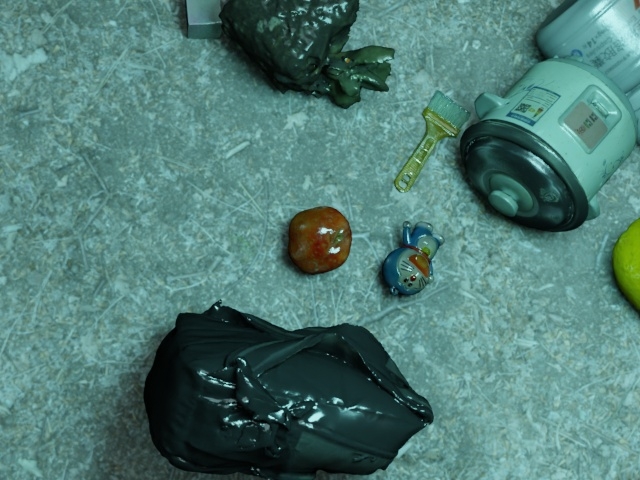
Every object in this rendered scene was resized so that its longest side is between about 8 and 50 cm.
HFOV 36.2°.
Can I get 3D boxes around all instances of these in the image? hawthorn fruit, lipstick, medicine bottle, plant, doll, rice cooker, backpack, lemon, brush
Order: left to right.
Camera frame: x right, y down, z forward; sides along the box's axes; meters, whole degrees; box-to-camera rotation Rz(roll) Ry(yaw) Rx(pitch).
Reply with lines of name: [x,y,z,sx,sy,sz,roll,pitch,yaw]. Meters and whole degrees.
lipstick: [-0.231,-0.541,1.851,0.068,0.066,0.318,-4,77,-11]
backpack: [-0.046,0.246,1.564,0.445,0.363,0.255,14,98,-18]
plant: [-0.011,-0.357,1.762,0.213,0.215,0.312,-43,93,-6]
hawthorn fruit: [0.000,0.000,1.732,0.128,0.128,0.128,2,76,-8]
doll: [0.165,0.039,1.765,0.114,0.085,0.152,45,62,-16]
brush: [0.202,-0.182,1.861,0.082,0.010,0.218,34,74,0]
rice cooker: [0.404,-0.164,1.759,0.316,0.264,0.317,3,82,-19]
medicine bottle: [0.586,-0.351,1.843,0.306,0.245,0.245,46,74,-6]
lemon: [0.625,0.054,1.787,0.170,0.170,0.207,-29,82,-14]
